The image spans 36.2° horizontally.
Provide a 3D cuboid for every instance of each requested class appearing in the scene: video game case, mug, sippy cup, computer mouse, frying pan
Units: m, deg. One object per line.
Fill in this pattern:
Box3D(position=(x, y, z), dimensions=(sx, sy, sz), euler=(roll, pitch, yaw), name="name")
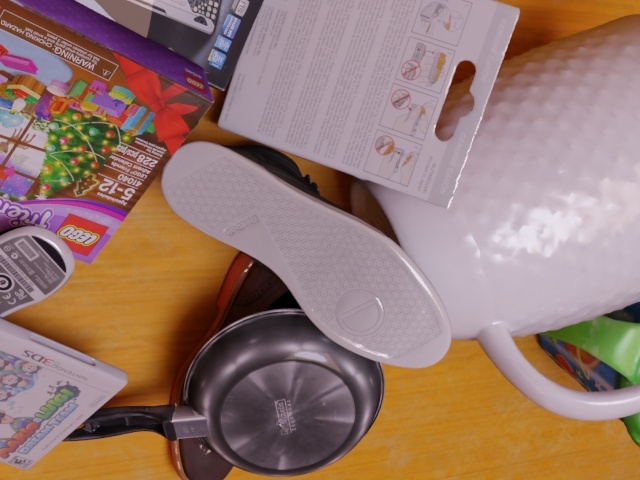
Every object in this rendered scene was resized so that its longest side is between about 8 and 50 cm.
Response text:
Box3D(position=(-0.278, 0.142, 0.878), dimensions=(0.157, 0.019, 0.143), euler=(-40, 131, 22), name="video game case")
Box3D(position=(0.229, -0.004, 0.965), dimensions=(0.327, 0.374, 0.276), euler=(-21, 156, -10), name="mug")
Box3D(position=(0.389, 0.112, 1.180), dimensions=(0.240, 0.224, 0.305), euler=(-41, 123, -11), name="sippy cup")
Box3D(position=(-0.289, 0.041, 0.832), dimensions=(0.193, 0.042, 0.106), euler=(-28, 118, 13), name="computer mouse")
Box3D(position=(-0.095, 0.144, 0.926), dimensions=(0.326, 0.053, 0.197), euler=(10, 117, -13), name="frying pan")

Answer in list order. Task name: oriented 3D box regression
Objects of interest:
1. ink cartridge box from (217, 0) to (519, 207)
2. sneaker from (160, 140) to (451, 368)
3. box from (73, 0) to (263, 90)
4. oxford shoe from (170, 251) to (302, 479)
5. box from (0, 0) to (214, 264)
Box3D(position=(0.040, -0.153, 0.890), dimensions=(0.232, 0.066, 0.189), euler=(20, 99, 9), name="ink cartridge box")
Box3D(position=(0.000, -0.001, 0.905), dimensions=(0.295, 0.147, 0.105), euler=(35, 104, 0), name="sneaker")
Box3D(position=(-0.130, -0.314, 0.803), dimensions=(0.242, 0.076, 0.308), euler=(22, 96, -34), name="box")
Box3D(position=(-0.078, 0.138, 0.989), dimensions=(0.096, 0.098, 0.272), euler=(12, 102, -34), name="oxford shoe")
Box3D(position=(-0.260, -0.109, 0.769), dimensions=(0.293, 0.057, 0.201), euler=(23, 120, -35), name="box")
